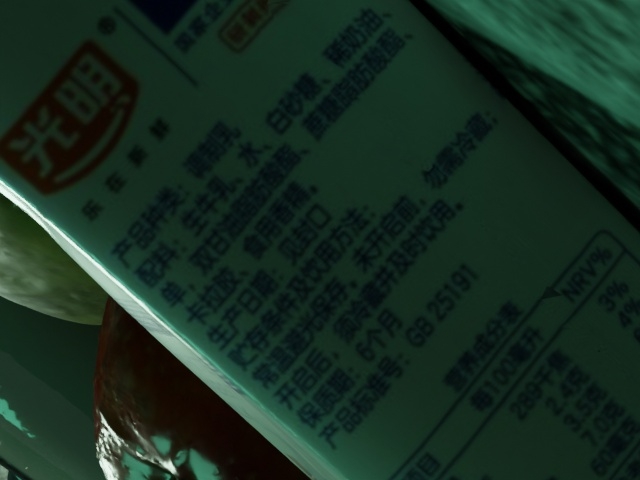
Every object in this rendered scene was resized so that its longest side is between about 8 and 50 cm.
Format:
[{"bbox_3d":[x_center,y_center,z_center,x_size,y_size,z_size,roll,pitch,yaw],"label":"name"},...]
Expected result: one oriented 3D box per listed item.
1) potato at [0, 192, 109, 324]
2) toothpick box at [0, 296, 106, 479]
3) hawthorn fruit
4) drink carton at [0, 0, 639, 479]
[{"bbox_3d":[-0.164,-0.063,0.868,0.191,0.141,0.296,28,164,51],"label":"potato"},{"bbox_3d":[-0.111,0.082,1.136,0.316,0.229,0.229,42,173,-22],"label":"toothpick box"},{"bbox_3d":[-0.035,0.076,0.784,0.162,0.203,0.162,18,140,16],"label":"hawthorn fruit"},{"bbox_3d":[0.000,0.000,0.509,0.315,0.106,0.130,42,172,-18],"label":"drink carton"}]
